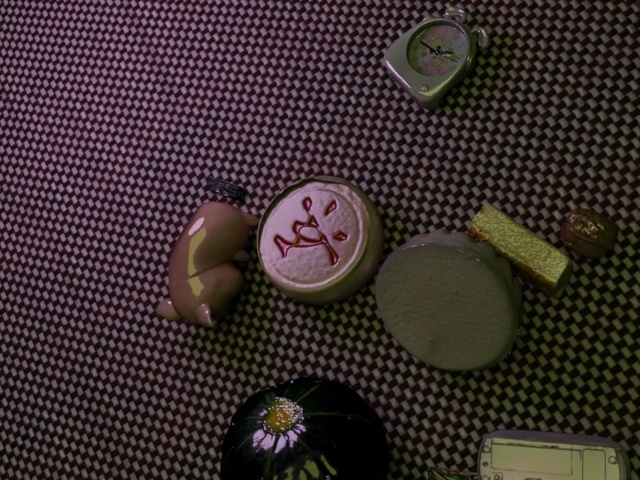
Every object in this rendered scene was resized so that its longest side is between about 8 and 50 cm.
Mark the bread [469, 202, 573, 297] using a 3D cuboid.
[{"bbox_3d":[0.350,0.020,1.420,0.188,0.125,0.068,38,89,23],"label":"bread"}]

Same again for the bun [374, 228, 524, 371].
[{"bbox_3d":[0.242,0.084,1.428,0.263,0.175,0.263,13,121,23],"label":"bun"}]

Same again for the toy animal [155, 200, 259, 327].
[{"bbox_3d":[-0.220,0.045,1.590,0.166,0.154,0.250,-8,69,61],"label":"toy animal"}]

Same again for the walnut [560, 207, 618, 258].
[{"bbox_3d":[0.469,-0.011,1.417,0.096,0.082,0.079,35,117,22],"label":"walnut"}]

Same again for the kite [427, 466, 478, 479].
[{"bbox_3d":[0.254,0.461,1.402,0.232,0.009,0.189,-43,67,4],"label":"kite"}]

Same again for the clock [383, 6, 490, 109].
[{"bbox_3d":[0.233,-0.364,1.594,0.191,0.062,0.151,-41,67,4],"label":"clock"}]

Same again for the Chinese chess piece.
[{"bbox_3d":[0.000,0.000,1.559,0.249,0.103,0.250,-6,73,19],"label":"Chinese chess piece"}]

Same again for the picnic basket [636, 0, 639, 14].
[{"bbox_3d":[0.640,-0.433,1.418,0.139,0.165,0.267,-11,74,15],"label":"picnic basket"}]

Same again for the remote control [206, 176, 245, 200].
[{"bbox_3d":[-0.198,-0.108,1.699,0.091,0.016,0.034,19,99,22],"label":"remote control"}]

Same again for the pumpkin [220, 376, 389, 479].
[{"bbox_3d":[-0.016,0.397,1.397,0.295,0.296,0.296,-5,75,18],"label":"pumpkin"}]

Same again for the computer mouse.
[{"bbox_3d":[0.386,0.382,1.352,0.245,0.056,0.126,-1,75,17],"label":"computer mouse"}]
